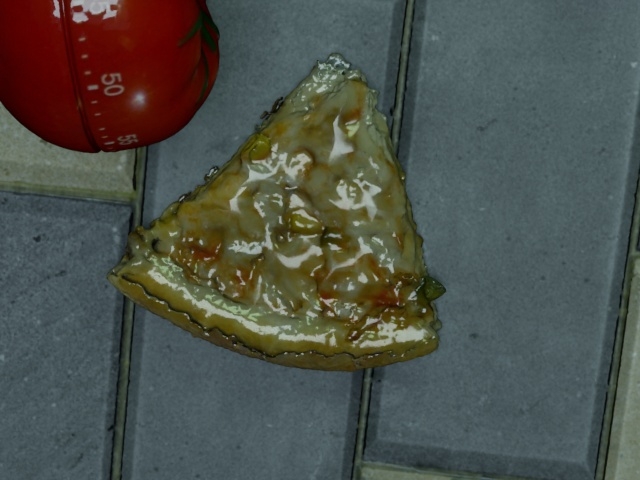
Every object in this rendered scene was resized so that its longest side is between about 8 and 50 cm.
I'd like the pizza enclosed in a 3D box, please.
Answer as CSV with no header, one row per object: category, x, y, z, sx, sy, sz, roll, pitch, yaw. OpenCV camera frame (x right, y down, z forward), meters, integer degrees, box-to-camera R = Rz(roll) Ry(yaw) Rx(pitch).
pizza,-0.009,0.031,1.896,0.435,0.080,0.392,-42,96,10

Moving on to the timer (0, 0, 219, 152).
timer,-0.267,-0.292,1.694,0.279,0.378,0.378,-3,100,0
